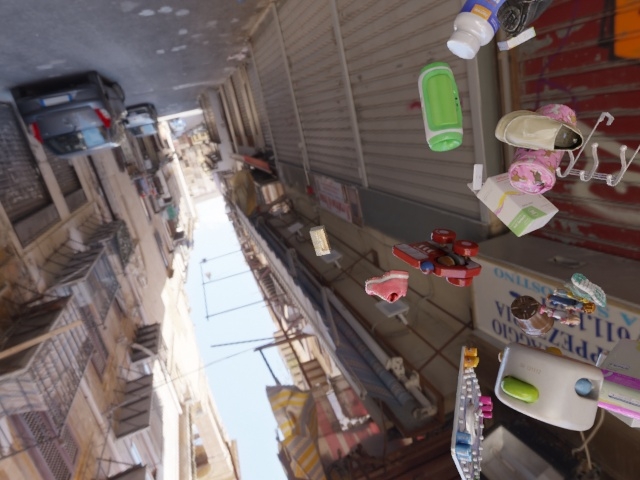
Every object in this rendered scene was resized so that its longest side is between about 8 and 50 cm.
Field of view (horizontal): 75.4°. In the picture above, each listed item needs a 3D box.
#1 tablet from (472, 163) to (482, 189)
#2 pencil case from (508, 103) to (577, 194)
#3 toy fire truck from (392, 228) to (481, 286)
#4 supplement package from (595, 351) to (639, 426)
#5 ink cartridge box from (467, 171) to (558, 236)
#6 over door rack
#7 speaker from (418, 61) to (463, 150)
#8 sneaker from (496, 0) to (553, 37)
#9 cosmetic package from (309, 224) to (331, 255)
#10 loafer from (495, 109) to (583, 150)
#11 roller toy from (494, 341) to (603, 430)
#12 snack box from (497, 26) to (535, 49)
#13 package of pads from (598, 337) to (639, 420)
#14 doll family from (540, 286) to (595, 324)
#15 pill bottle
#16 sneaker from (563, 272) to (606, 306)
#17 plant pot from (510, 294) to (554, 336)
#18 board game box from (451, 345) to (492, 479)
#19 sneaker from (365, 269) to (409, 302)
[{"bbox_3d":[0.525,-0.212,1.380,0.054,0.083,0.006,-8,-168,-41],"label":"tablet"},{"bbox_3d":[0.835,-0.344,1.552,0.167,0.160,0.386,15,-124,36],"label":"pencil case"},{"bbox_3d":[0.467,0.077,1.653,0.254,0.169,0.302,-9,-155,-25],"label":"toy fire truck"},{"bbox_3d":[1.173,0.565,1.574,0.150,0.193,0.203,9,-169,-16],"label":"supplement package"},{"bbox_3d":[0.884,-0.203,1.924,0.207,0.119,0.353,-17,-123,-30],"label":"ink cartridge box"},{"bbox_3d":[1.095,-0.371,1.583,0.324,0.108,0.239,-51,-153,1],"label":"over door rack"},{"bbox_3d":[0.430,-0.479,1.488,0.132,0.296,0.131,-5,168,-1],"label":"speaker"},{"bbox_3d":[0.533,-0.614,0.981,0.130,0.109,0.286,-37,180,-4],"label":"sneaker"},{"bbox_3d":[0.000,0.000,1.688,0.061,0.115,0.041,-13,-155,13],"label":"cosmetic package"},{"bbox_3d":[0.640,-0.313,1.194,0.269,0.101,0.092,2,-154,-10],"label":"loafer"},{"bbox_3d":[0.493,0.303,0.901,0.191,0.146,0.209,14,176,18],"label":"roller toy"},{"bbox_3d":[0.750,-0.773,1.589,0.100,0.037,0.141,-23,-162,18],"label":"snack box"},{"bbox_3d":[0.977,0.419,1.242,0.297,0.101,0.229,-23,-162,-33],"label":"package of pads"},{"bbox_3d":[1.001,0.244,1.641,0.263,0.118,0.163,-11,-160,-43],"label":"doll family"},{"bbox_3d":[0.577,-0.805,1.487,0.153,0.271,0.152,31,-175,-3],"label":"pill bottle"},{"bbox_3d":[0.978,0.188,1.534,0.065,0.166,0.076,-48,180,-29],"label":"sneaker"},{"bbox_3d":[1.003,0.351,1.980,0.167,0.165,0.166,-28,-137,29],"label":"plant pot"},{"bbox_3d":[0.538,0.637,1.437,0.051,0.389,0.389,-6,-142,29],"label":"board game box"},{"bbox_3d":[0.308,0.237,1.981,0.116,0.136,0.314,8,158,-22],"label":"sneaker"}]
